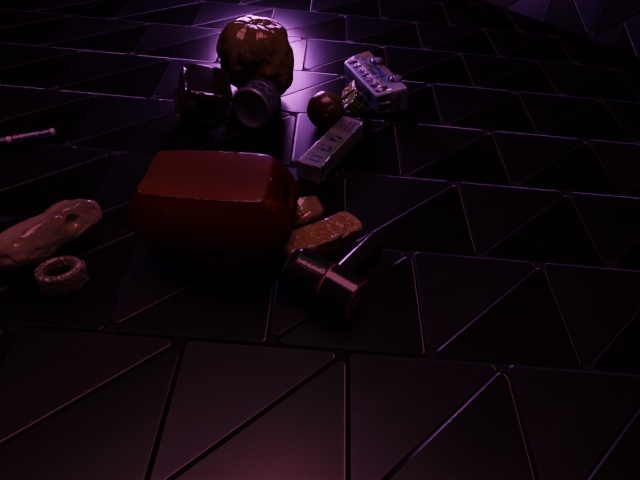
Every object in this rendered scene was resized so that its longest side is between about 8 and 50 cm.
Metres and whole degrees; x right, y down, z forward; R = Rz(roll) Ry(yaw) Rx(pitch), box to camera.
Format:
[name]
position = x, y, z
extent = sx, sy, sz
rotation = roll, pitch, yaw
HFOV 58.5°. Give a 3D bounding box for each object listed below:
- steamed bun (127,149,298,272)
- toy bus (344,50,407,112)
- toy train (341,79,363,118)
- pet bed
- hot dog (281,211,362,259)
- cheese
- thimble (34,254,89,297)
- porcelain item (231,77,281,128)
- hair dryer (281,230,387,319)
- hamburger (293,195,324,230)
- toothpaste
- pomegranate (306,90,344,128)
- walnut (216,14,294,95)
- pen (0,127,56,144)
[steamed bun]
position = -0.245, -0.058, 1.373
extent = 0.379, 0.248, 0.235
rotation = 4, 43, 4
[toy bus]
position = 0.210, -0.602, 2.183
extent = 0.136, 0.109, 0.330
rotation = -18, 45, -13
[toy train]
position = 0.117, -0.515, 2.075
extent = 0.060, 0.081, 0.202
rotation = 38, 33, -23
[pet bed]
position = -0.396, -0.472, 1.919
extent = 0.183, 0.159, 0.211
rotation = 2, 44, -22
[hot dog]
position = 0.000, 0.000, 1.472
extent = 0.242, 0.073, 0.084
rotation = -23, 51, -30
[cheese]
position = -0.655, -0.016, 1.365
extent = 0.159, 0.093, 0.263
rotation = -6, 25, 40
[thimble]
position = -0.591, 0.081, 1.309
extent = 0.110, 0.062, 0.084
rotation = -13, 45, -21
[porcelain item]
position = -0.212, -0.464, 1.931
extent = 0.147, 0.147, 0.114
rotation = 18, 39, 13
[hair dryer]
position = 0.068, 0.044, 1.424
extent = 0.189, 0.107, 0.352
rotation = 27, 37, 19
[hamburger]
position = -0.058, -0.065, 1.510
extent = 0.141, 0.126, 0.081
rotation = -14, 84, -44
[toothpaste]
position = 0.037, -0.295, 1.827
extent = 0.081, 0.067, 0.336
rotation = 21, 42, 17
[pomegranate]
position = 0.009, -0.451, 1.970
extent = 0.129, 0.129, 0.159
rotation = -13, 19, -21
[walnut]
position = -0.229, -0.658, 2.059
extent = 0.282, 0.277, 0.253
rotation = 1, 47, 12
[pen]
position = -0.921, -0.315, 1.758
extent = 0.204, 0.025, 0.025
rotation = -17, 46, -25
